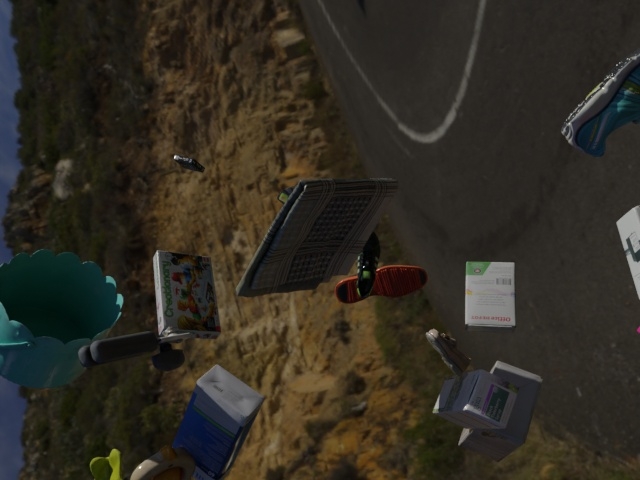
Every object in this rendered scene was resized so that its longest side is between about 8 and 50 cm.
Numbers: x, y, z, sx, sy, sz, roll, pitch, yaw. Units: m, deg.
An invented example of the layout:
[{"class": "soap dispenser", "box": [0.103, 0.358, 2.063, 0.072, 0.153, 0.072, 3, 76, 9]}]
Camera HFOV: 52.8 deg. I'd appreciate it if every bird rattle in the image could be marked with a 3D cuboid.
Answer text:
[{"class": "bird rattle", "box": [-0.348, 0.521, 1.341, 0.143, 0.207, 0.253, 45, 169, 42]}]

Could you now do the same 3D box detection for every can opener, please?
[{"class": "can opener", "box": [-0.378, 0.236, 1.369, 0.280, 0.074, 0.093, 8, -120, -60]}]

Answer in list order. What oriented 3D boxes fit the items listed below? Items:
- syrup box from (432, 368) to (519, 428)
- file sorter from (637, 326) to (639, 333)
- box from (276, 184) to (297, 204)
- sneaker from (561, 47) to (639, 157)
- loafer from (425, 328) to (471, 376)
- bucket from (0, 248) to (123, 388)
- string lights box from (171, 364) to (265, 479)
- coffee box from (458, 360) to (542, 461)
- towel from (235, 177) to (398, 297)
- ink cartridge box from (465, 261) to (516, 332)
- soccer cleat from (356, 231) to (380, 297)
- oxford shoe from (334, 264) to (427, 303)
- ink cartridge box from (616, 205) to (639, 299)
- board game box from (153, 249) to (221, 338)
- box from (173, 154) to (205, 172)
[{"class": "syrup box", "box": [0.335, 0.352, 1.413, 0.237, 0.096, 0.093, 117, 179, -72]}, {"class": "file sorter", "box": [0.822, 0.196, 1.248, 0.182, 0.202, 0.290, 37, -174, -13]}, {"class": "box", "box": [-0.030, -0.086, 2.004, 0.207, 0.036, 0.114, 41, -158, 6]}, {"class": "sneaker", "box": [0.593, -0.281, 1.242, 0.110, 0.275, 0.107, 42, -164, 2]}, {"class": "loafer", "box": [0.220, 0.184, 1.103, 0.125, 0.039, 0.045, 52, 173, -36]}, {"class": "bucket", "box": [-0.595, 0.172, 1.410, 0.281, 0.183, 0.281, 27, -152, -15]}, {"class": "string lights box", "box": [-0.232, 0.412, 1.406, 0.077, 0.133, 0.259, -37, -24, -57]}, {"class": "coffee box", "box": [0.451, 0.441, 1.635, 0.297, 0.119, 0.168, 84, -152, -63]}, {"class": "towel", "box": [0.000, 0.000, 1.398, 0.312, 0.324, 0.056, -6, -132, -48]}, {"class": "ink cartridge box", "box": [0.542, 0.182, 2.060, 0.093, 0.155, 0.212, 64, -151, -65]}, {"class": "soccer cleat", "box": [0.121, 0.062, 1.639, 0.072, 0.060, 0.178, -80, -7, -69]}, {"class": "oxford shoe", "box": [0.179, 0.114, 1.880, 0.098, 0.272, 0.096, -44, -57, -70]}, {"class": "ink cartridge box", "box": [0.804, 0.028, 1.505, 0.087, 0.153, 0.208, 109, 158, -64]}, {"class": "board game box", "box": [-0.443, 0.177, 2.125, 0.053, 0.193, 0.305, -52, 41, 41]}, {"class": "box", "box": [-0.424, -0.249, 2.085, 0.067, 0.083, 0.018, 43, -114, -58]}]
